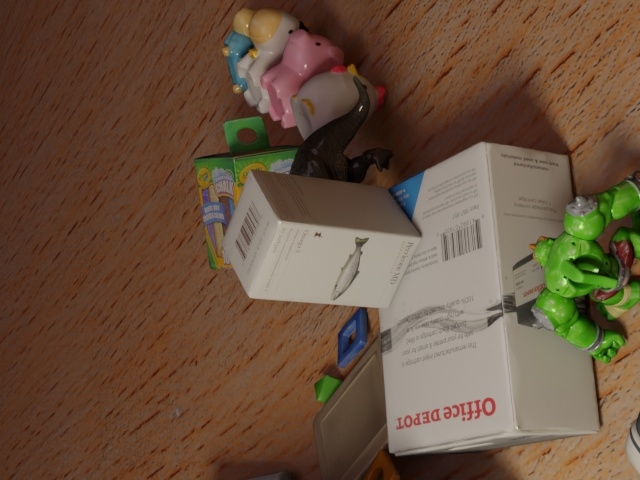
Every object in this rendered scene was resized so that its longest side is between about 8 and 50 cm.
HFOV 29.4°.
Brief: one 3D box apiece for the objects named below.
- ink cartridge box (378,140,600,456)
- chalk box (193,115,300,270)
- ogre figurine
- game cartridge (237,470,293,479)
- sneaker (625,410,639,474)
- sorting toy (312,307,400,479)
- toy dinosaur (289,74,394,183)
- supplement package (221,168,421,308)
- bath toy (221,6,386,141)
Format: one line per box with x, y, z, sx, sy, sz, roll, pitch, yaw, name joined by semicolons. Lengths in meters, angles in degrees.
0.174;0.074;1.351;0.223;0.129;0.308;-25;64;54;ink cartridge box
-0.091;-0.071;1.755;0.132;0.132;0.213;6;106;58;chalk box
0.275;0.023;1.209;0.197;0.118;0.097;-62;38;30;ogre figurine
-0.111;0.495;1.757;0.198;0.062;0.297;-18;66;33;game cartridge
0.375;0.212;1.012;0.321;0.126;0.128;52;133;50;sneaker
0.057;0.235;1.548;0.196;0.047;0.348;-58;21;25;sorting toy
0.012;-0.054;1.579;0.160;0.121;0.314;11;122;29;toy dinosaur
0.000;0.000;1.352;0.105;0.179;0.105;58;134;48;supplement package
-0.024;-0.239;1.730;0.348;0.129;0.151;44;151;54;bath toy
